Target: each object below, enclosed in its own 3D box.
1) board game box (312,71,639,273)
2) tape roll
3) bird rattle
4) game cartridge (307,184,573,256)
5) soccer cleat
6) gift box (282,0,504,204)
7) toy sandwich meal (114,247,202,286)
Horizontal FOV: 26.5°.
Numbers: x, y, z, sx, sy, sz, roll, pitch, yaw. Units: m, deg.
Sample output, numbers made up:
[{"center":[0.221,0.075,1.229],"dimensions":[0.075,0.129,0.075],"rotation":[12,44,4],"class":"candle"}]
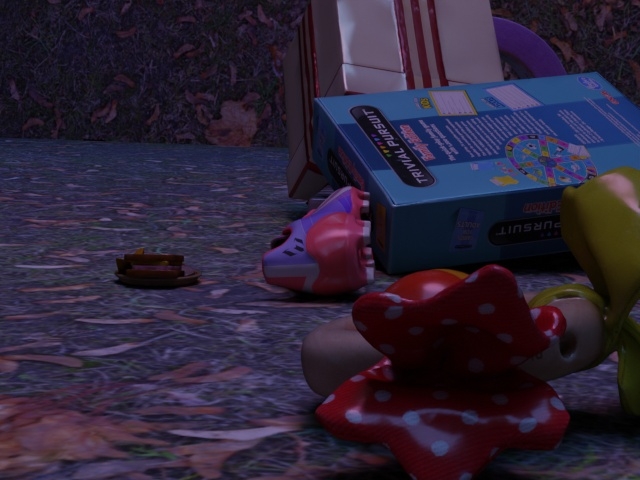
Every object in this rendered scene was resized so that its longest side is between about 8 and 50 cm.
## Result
[{"center":[0.187,-0.078,1.401],"dimensions":[0.336,0.079,0.254],"rotation":[-7,31,-15],"class":"board game box"},{"center":[0.227,-0.190,1.997],"dimensions":[0.274,0.275,0.090],"rotation":[1,8,-5],"class":"tape roll"},{"center":[0.081,0.063,0.718],"dimensions":[0.253,0.143,0.207],"rotation":[-22,9,-40],"class":"bird rattle"},{"center":[0.170,-0.024,1.530],"dimensions":[0.355,0.068,0.230],"rotation":[2,11,6],"class":"game cartridge"},{"center":[0.000,0.000,1.219],"dimensions":[0.095,0.083,0.248],"rotation":[-3,9,1],"class":"soccer cleat"},{"center":[0.094,-0.166,1.744],"dimensions":[0.255,0.258,0.276],"rotation":[4,-35,-14],"class":"gift box"},{"center":[-0.144,0.021,1.196],"dimensions":[0.085,0.029,0.085],"rotation":[1,7,0],"class":"toy sandwich meal"}]
